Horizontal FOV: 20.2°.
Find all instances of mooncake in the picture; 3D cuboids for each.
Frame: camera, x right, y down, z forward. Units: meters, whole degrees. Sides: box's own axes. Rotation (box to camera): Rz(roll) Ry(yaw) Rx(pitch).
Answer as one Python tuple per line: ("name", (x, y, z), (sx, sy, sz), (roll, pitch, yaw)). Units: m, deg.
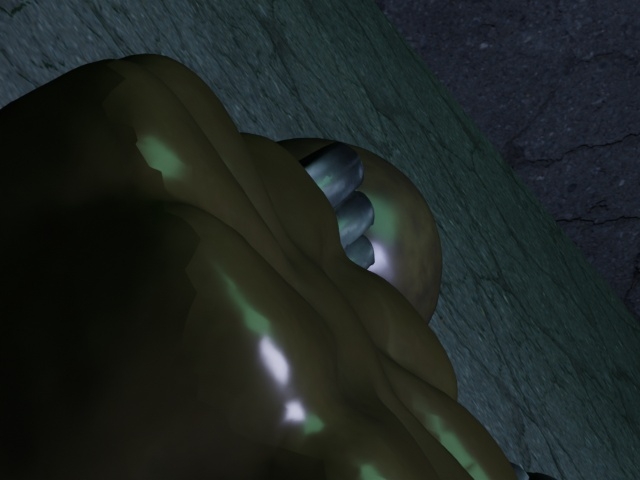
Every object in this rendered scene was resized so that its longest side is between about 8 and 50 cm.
("mooncake", (-0.052, 0.084, 0.867), (0.378, 0.201, 0.378), (53, 13, -18))

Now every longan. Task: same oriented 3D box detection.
("longan", (0.000, 0.000, 1.333), (0.185, 0.159, 0.204), (46, 4, -37))

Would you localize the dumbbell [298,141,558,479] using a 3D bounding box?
("dumbbell", (0.030, 0.109, 1.139), (0.406, 0.179, 0.179), (56, 13, -4))
